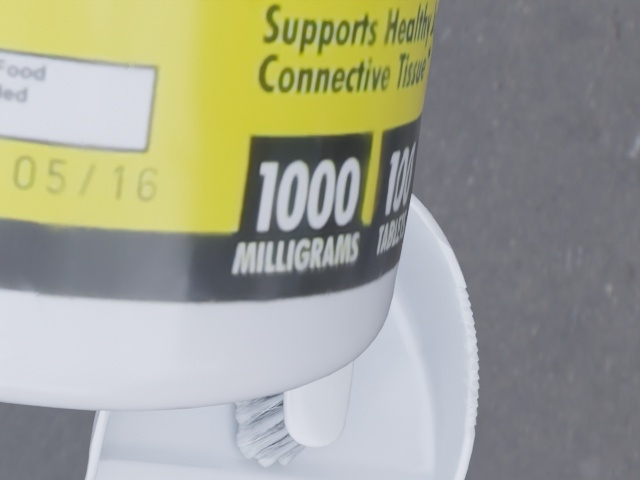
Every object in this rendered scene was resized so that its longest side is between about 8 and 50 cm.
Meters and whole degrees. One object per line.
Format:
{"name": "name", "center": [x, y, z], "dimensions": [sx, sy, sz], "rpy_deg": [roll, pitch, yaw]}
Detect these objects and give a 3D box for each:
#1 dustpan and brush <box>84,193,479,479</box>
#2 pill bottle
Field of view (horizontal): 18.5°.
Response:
{"name": "dustpan and brush", "center": [0.000, 0.000, 0.709], "dimensions": [0.147, 0.060, 0.211], "rpy_deg": [8, 83, -24]}
{"name": "pill bottle", "center": [-0.052, -0.142, 0.477], "dimensions": [0.188, 0.188, 0.334], "rpy_deg": [9, 103, 5]}
